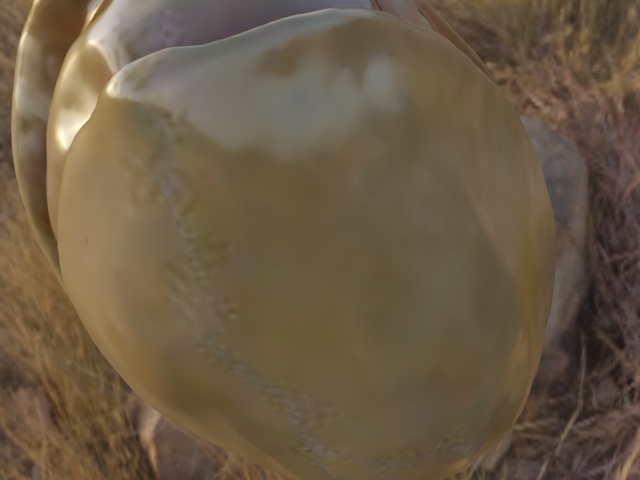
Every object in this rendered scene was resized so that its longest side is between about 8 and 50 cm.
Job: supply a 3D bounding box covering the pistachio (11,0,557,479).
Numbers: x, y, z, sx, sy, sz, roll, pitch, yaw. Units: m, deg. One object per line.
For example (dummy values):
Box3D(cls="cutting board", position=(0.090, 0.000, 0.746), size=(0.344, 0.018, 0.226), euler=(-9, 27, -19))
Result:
Box3D(cls="pistachio", position=(0.000, 0.000, 0.446), size=(0.181, 0.293, 0.162), euler=(-37, 44, 4))
